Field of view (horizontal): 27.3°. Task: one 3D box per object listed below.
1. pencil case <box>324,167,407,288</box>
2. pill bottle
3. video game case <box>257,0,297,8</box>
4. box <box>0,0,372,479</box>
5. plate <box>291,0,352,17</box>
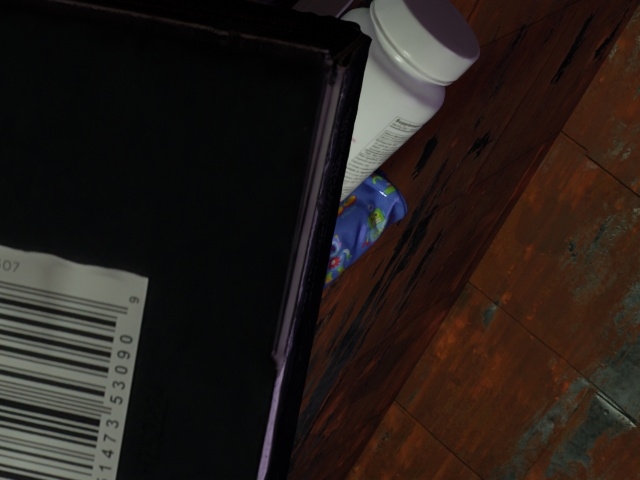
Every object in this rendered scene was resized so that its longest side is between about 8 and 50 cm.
[{"bbox_3d":[0.000,0.000,2.047,0.306,0.119,0.133,-42,151,-23],"label":"pencil case"},{"bbox_3d":[0.047,-0.176,1.587,0.283,0.160,0.160,-43,168,28],"label":"pill bottle"},{"bbox_3d":[-0.034,-0.345,1.359,0.210,0.042,0.232,-53,163,16],"label":"video game case"},{"bbox_3d":[-0.147,0.053,0.997,0.472,0.297,0.480,-62,163,-78],"label":"box"},{"bbox_3d":[-0.041,-0.217,1.479,0.278,0.045,0.277,-46,-175,-10],"label":"plate"}]
